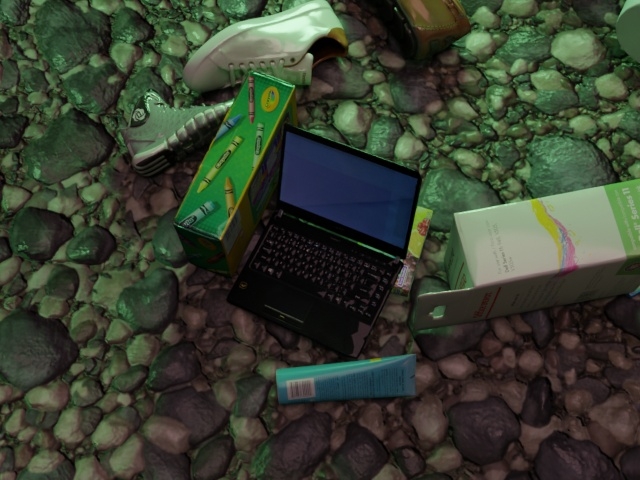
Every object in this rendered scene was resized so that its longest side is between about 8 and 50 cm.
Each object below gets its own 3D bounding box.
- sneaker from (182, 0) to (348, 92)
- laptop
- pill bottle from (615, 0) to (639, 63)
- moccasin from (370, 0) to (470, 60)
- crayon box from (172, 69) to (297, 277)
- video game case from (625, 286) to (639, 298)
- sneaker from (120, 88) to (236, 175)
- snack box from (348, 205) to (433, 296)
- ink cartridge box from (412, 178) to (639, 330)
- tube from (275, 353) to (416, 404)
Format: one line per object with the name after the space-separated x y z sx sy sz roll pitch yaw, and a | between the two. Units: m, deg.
-0.085 -0.303 1.459 0.290 0.106 0.123 -26 69 -12 | sneaker
0.000 0.000 1.300 0.234 0.136 0.264 22 73 21 | laptop
0.649 -0.474 1.478 0.210 0.210 0.363 28 72 10 | pill bottle
0.132 -0.499 1.520 0.147 0.139 0.380 -28 72 -12 | moccasin
-0.123 -0.100 1.350 0.081 0.165 0.279 21 70 8 | crayon box
0.527 0.004 1.395 0.166 0.015 0.119 -27 71 -11 | video game case
-0.228 -0.214 1.438 0.228 0.086 0.132 -29 70 -10 | sneaker
0.111 0.007 1.378 0.100 0.037 0.141 16 71 8 | snack box
0.299 0.027 1.277 0.353 0.207 0.119 -11 70 -1 | ink cartridge box
0.039 0.208 1.287 0.207 0.080 0.052 -4 38 0 | tube
